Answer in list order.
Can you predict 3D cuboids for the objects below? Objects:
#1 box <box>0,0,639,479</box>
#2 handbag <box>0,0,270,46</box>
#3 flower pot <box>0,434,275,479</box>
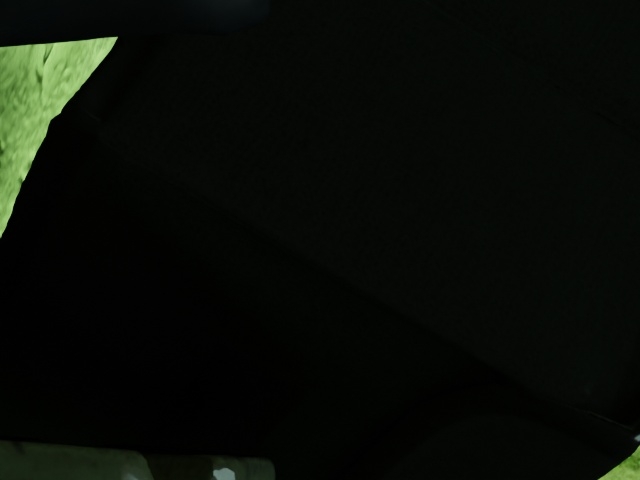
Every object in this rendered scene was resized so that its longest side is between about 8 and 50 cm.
[{"bbox_3d":[0.001,0.001,0.750,0.251,0.204,0.345,-61,-175,-35],"label":"box"},{"bbox_3d":[-0.100,-0.128,0.303,0.088,0.211,0.254,-118,-154,-43],"label":"handbag"},{"bbox_3d":[-0.110,0.187,0.574,0.290,0.290,0.259,55,40,-81],"label":"flower pot"}]
